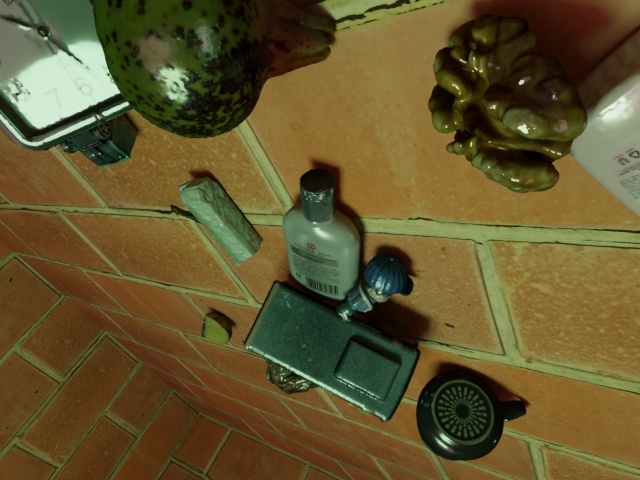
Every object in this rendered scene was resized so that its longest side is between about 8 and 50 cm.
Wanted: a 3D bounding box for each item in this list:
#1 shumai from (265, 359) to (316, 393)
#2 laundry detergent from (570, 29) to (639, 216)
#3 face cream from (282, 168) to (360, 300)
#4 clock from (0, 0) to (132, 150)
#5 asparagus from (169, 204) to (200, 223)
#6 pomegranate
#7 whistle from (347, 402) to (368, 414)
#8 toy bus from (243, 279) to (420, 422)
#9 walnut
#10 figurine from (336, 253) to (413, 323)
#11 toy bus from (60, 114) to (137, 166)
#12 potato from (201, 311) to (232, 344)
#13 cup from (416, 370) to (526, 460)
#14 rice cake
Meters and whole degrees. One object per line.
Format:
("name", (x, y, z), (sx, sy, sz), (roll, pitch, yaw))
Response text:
("shumai", (-0.052, 0.269, 1.143), (0.218, 0.183, 0.186), (-11, 93, 62))
("laundry detergent", (0.375, -0.045, 0.383), (0.335, 0.088, 0.159), (34, 141, -5))
("face cream", (0.000, 0.000, 0.778), (0.143, 0.071, 0.291), (17, 146, 18))
("clock", (-0.377, -0.283, 0.619), (0.273, 0.049, 0.279), (-22, 130, 4))
("asparagus", (-0.272, -0.042, 1.009), (0.162, 0.016, 0.016), (25, 166, 11))
("pomegranate", (-0.107, -0.221, 0.497), (0.247, 0.215, 0.214), (-4, 148, -11))
("whistle", (0.119, 0.404, 1.203), (0.227, 0.105, 0.085), (45, 176, -24))
("toy bus", (0.025, 0.211, 0.904), (0.323, 0.162, 0.194), (25, 174, 9))
("walnut", (0.155, -0.122, 0.416), (0.143, 0.069, 0.170), (86, 159, -49))
("figurine", (0.091, 0.083, 0.786), (0.149, 0.086, 0.087), (-40, 86, 34))
("toy bus", (-0.426, -0.237, 0.761), (0.091, 0.109, 0.262), (-11, 141, 17))
("potato", (-0.312, 0.277, 1.421), (0.103, 0.066, 0.096), (27, 123, 18))
("cup", (0.309, 0.373, 0.952), (0.222, 0.170, 0.177), (-5, 146, 0))
("rice cake", (-0.193, -0.039, 0.901), (0.069, 0.063, 0.207), (-8, 131, 39))
